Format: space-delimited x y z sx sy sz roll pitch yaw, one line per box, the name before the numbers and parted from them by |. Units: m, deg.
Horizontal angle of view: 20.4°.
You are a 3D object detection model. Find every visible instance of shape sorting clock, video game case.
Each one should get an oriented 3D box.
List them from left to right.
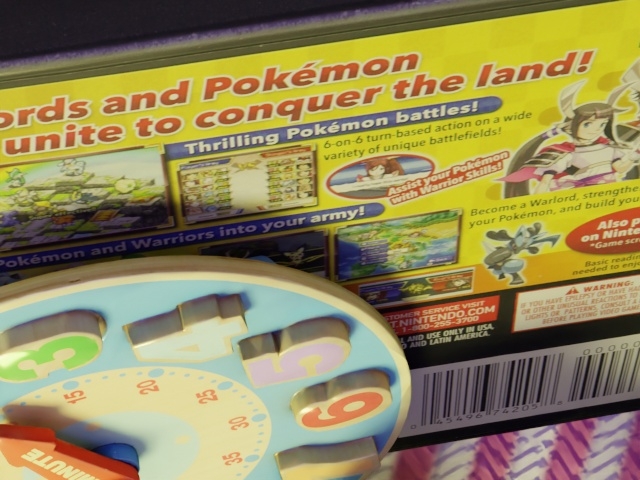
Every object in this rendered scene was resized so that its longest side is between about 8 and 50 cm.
shape sorting clock | -0.069 0.072 0.585 0.206 0.040 0.206 -8 146 -6
video game case | 0.000 0.000 0.572 0.275 0.035 0.248 -9 146 -5
